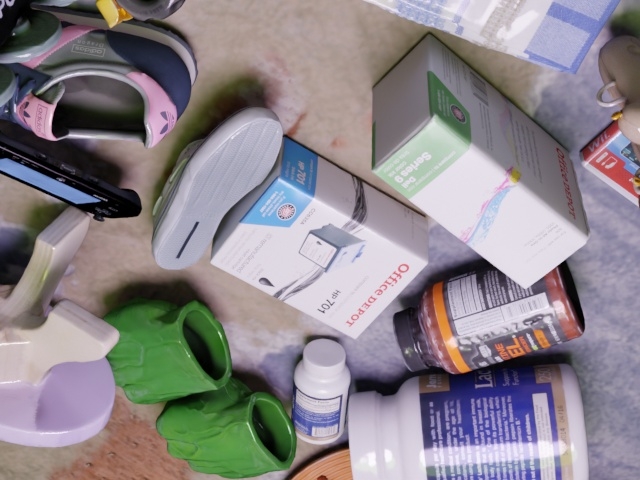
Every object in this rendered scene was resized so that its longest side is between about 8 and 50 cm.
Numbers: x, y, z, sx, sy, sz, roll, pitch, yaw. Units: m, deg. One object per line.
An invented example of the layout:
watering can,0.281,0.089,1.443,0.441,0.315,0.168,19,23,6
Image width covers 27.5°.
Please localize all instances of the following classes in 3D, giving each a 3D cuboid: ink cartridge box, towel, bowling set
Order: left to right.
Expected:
ink cartridge box,0.000,0.000,1.391,0.190,0.082,0.140,29,123,-18
ink cartridge box,0.154,-0.076,1.279,0.212,0.154,0.093,34,121,-23
towel,0.155,-0.280,1.199,0.285,0.034,0.209,18,124,-14
bowling set,0.382,-0.065,1.248,0.287,0.154,0.200,7,128,-3

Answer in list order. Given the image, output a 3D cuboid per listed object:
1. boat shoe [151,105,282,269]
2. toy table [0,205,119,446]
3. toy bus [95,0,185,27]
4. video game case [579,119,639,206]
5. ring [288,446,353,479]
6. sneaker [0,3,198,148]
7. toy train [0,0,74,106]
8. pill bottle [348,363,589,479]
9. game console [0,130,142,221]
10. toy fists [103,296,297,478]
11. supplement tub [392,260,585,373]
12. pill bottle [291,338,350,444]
boat shoe,-0.121,-0.068,1.343,0.083,0.076,0.226,11,132,-38
toy table,-0.336,0.087,1.381,0.274,0.252,0.161,21,134,2
toy bus,-0.129,-0.312,1.075,0.220,0.149,0.211,-29,109,26
video game case,0.434,-0.121,1.317,0.204,0.025,0.285,32,122,-21
ring,0.099,0.373,1.709,0.336,0.032,0.337,1,127,1
sneaker,-0.284,-0.155,1.246,0.318,0.131,0.112,4,130,3
toy train,-0.315,-0.217,1.091,0.190,0.334,0.142,5,132,16
pill bottle,0.170,0.228,1.516,0.264,0.153,0.153,-6,127,6
game console,-0.332,-0.094,1.274,0.361,0.213,0.044,25,84,-32
toy fists,-0.146,0.172,1.509,0.142,0.096,0.279,-13,128,30
supplement tub,0.182,0.084,1.435,0.197,0.106,0.106,-19,125,17
pill bottle,0.001,0.176,1.535,0.067,0.067,0.120,4,128,-1
